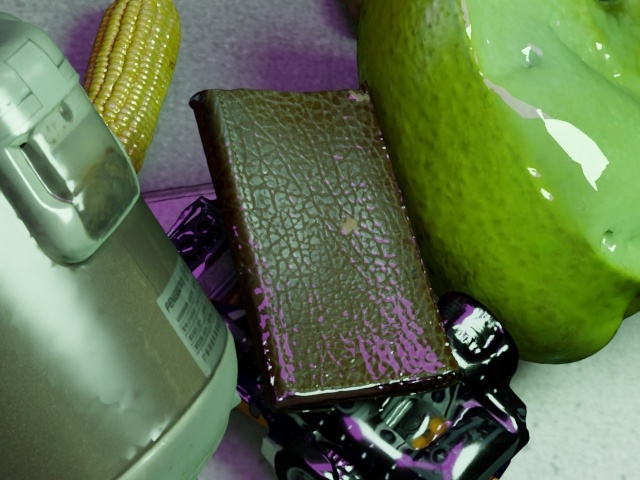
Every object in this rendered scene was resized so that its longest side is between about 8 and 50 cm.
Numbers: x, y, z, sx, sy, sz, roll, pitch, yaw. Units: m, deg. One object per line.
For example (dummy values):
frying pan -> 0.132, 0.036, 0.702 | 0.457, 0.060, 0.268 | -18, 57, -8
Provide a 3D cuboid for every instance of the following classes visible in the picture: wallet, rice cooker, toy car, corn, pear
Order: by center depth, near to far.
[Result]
rice cooker -> -0.243, 0.041, 1.103 | 0.335, 0.335, 0.325 | -42, 108, -34
wallet -> 0.000, 0.000, 1.280 | 0.133, 0.039, 0.243 | -6, 60, -19
toy car -> 0.002, 0.089, 1.312 | 0.301, 0.118, 0.193 | 40, 59, 16
pear -> 0.177, -0.056, 1.400 | 0.342, 0.238, 0.318 | 17, 61, -27
corn -> -0.152, -0.117, 1.463 | 0.067, 0.067, 0.206 | 14, 54, -3

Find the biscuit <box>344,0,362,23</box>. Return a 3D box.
biscuit -> 0.130, -0.284, 1.658 | 0.291, 0.062, 0.237 | -10, 57, -20
